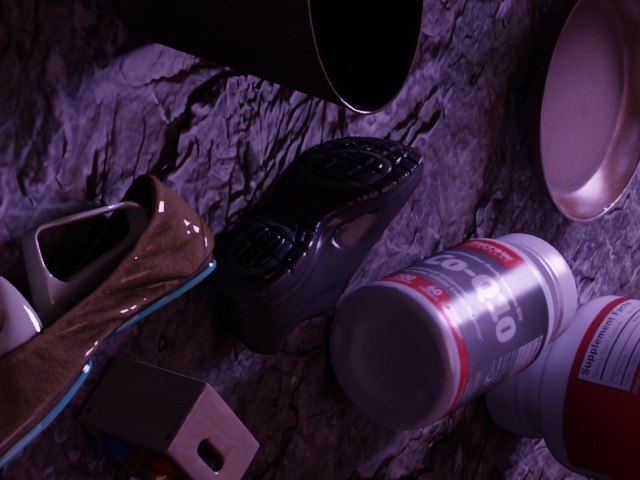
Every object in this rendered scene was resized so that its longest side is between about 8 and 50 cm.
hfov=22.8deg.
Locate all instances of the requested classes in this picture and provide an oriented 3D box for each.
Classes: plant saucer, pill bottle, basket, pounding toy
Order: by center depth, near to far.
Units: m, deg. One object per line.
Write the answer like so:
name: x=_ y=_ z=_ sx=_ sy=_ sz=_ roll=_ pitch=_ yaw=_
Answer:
basket: x=-0.051 y=-0.217 z=1.303 sx=0.154 sy=0.227 sz=0.204 roll=-39 pitch=130 yaw=-41
pounding toy: x=-0.128 y=0.193 z=1.408 sx=0.100 sy=0.130 sz=0.141 roll=-59 pitch=141 yaw=-23
pill bottle: x=0.153 y=0.089 z=1.731 sx=0.283 sy=0.161 sz=0.161 roll=-22 pitch=118 yaw=-49
pill bottle: x=0.414 y=0.194 z=1.906 sx=0.229 sy=0.408 sz=0.229 roll=-20 pitch=115 yaw=-49
plant saucer: x=0.337 y=-0.178 z=1.995 sx=0.310 sy=0.050 sz=0.310 roll=-19 pitch=115 yaw=-49

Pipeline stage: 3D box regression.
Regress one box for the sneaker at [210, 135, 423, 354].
sneaker: x=0.000 y=0.000 z=1.566 sx=0.286 sy=0.109 sz=0.130 roll=-40 pitch=140 yaw=-31

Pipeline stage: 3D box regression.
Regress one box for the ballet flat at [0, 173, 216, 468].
ballet flat: x=-0.216 y=0.054 z=1.280 sx=0.342 sy=0.116 sz=0.124 roll=-44 pitch=112 yaw=-38
